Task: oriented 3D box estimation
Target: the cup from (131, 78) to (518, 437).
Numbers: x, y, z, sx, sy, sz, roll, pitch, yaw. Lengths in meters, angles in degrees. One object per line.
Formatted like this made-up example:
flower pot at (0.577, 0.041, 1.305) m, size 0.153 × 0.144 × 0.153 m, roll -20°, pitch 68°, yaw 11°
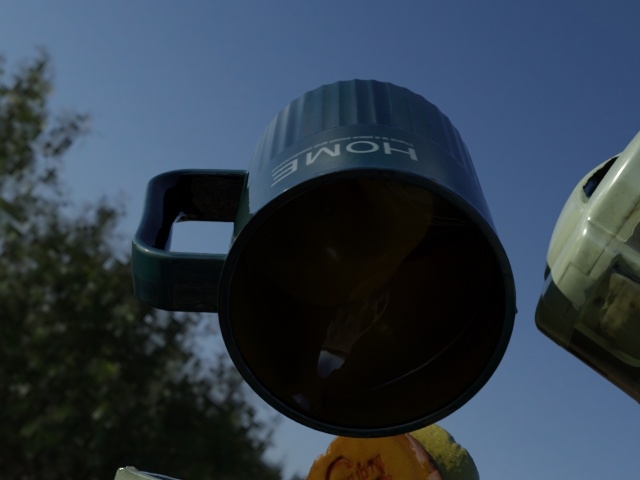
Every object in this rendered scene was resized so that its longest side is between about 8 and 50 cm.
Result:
cup at (0.011, 0.014, 1.470) m, size 0.242 × 0.307 × 0.292 m, roll 60°, pitch 12°, yaw -20°

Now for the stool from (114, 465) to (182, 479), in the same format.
stool at (-0.067, 0.356, 1.674) m, size 0.269 × 0.170 × 0.243 m, roll 13°, pitch -7°, yaw 31°

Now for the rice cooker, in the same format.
rice cooker at (0.342, 0.028, 1.433) m, size 0.277 × 0.288 × 0.288 m, roll 34°, pitch -10°, yaw 15°

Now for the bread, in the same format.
bread at (0.094, 0.357, 2.131) m, size 0.270 × 0.270 × 0.148 m, roll 32°, pitch 24°, yaw 37°
